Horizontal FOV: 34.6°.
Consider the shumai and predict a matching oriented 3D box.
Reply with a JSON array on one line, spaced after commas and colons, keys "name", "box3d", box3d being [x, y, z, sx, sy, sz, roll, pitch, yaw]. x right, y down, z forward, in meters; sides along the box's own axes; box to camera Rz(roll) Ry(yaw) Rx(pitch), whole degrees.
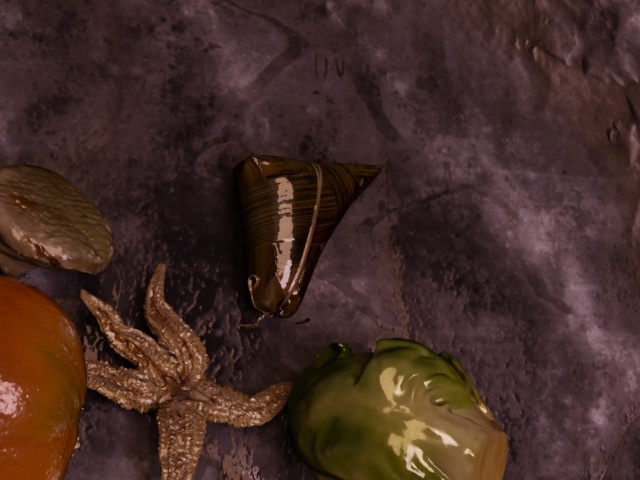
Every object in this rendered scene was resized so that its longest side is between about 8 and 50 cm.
[{"name": "shumai", "box3d": [-0.372, -0.004, 1.327, 0.201, 0.120, 0.201, 35, 21, -15]}]

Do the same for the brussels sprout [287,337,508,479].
[{"name": "brussels sprout", "box3d": [0.104, 0.244, 1.344, 0.294, 0.259, 0.227, 21, 88, 29]}]

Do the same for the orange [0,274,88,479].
[{"name": "orange", "box3d": [-0.419, 0.189, 1.238, 0.274, 0.274, 0.310, 25, 39, -11]}]

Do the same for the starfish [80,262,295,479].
[{"name": "starfish", "box3d": [-0.223, 0.186, 1.340, 0.293, 0.084, 0.301, 46, 62, 2]}]

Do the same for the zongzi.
[{"name": "zongzi", "box3d": [0.000, 0.000, 1.475, 0.241, 0.111, 0.248, 1, 78, -27]}]
